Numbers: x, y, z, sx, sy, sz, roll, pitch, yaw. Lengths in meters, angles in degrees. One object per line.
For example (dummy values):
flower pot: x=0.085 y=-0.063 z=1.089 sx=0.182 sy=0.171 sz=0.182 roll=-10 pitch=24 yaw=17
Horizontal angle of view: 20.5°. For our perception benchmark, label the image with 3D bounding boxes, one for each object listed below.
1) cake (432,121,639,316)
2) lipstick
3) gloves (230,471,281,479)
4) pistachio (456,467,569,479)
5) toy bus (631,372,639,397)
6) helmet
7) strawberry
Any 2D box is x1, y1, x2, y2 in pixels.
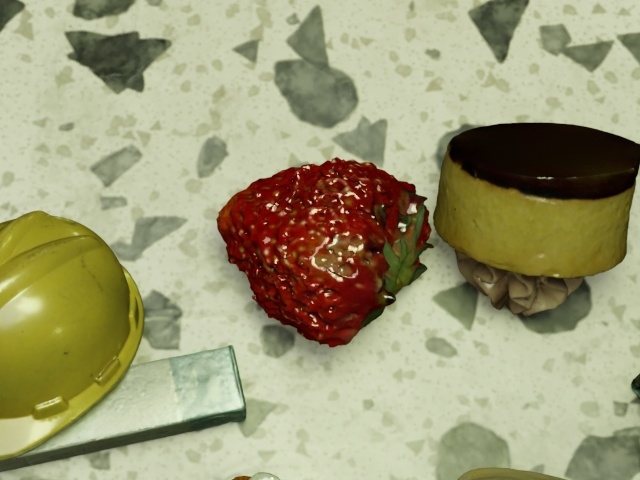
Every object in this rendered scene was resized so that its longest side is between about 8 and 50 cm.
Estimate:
cake: x=0.207 y=-0.007 z=1.689 sx=0.185 sy=0.208 sz=0.178 roll=-18 pitch=114 yaw=-42
lipstick: x=-0.231 y=0.168 z=1.677 sx=0.317 sy=0.066 sz=0.068 roll=-12 pitch=76 yaw=-5
gloves: x=-0.070 y=0.327 z=1.626 sx=0.140 sy=0.131 sz=0.218 roll=-5 pitch=49 yaw=8
pistachio: x=0.185 y=0.283 z=1.635 sx=0.223 sy=0.126 sz=0.152 roll=-2 pitch=61 yaw=-14
toy bus: x=0.415 y=0.096 z=1.592 sx=0.162 sy=0.323 sz=0.194 roll=43 pitch=76 yaw=8
helmet: x=-0.282 y=0.061 z=1.628 sx=0.205 sy=0.140 sz=0.257 roll=25 pitch=55 yaw=21
strawberry: x=0.000 y=0.000 z=1.680 sx=0.201 sy=0.184 sz=0.186 roll=22 pitch=73 yaw=16
